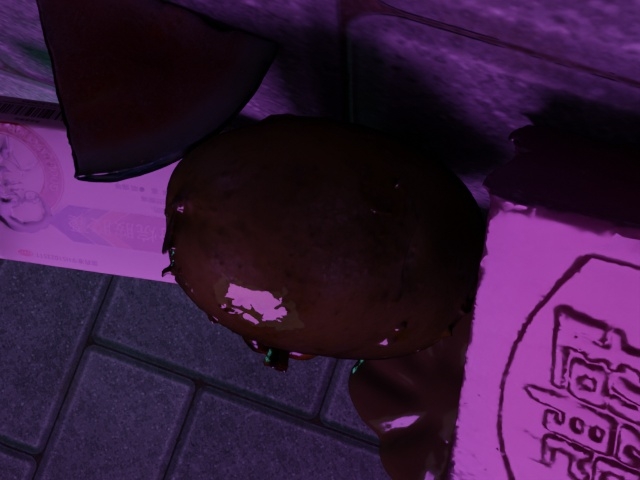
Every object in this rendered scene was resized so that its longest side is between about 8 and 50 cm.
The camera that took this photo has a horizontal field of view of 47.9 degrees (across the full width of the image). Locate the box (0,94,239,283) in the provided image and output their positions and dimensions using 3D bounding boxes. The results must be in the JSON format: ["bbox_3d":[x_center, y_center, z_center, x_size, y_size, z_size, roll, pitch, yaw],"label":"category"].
[{"bbox_3d":[-0.242,-0.053,0.905,0.353,0.069,0.214,9,127,3],"label":"box"}]

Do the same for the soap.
[{"bbox_3d":[0.240,0.102,0.604,0.233,0.128,0.359,16,131,21],"label":"soap"}]

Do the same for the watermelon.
[{"bbox_3d":[-0.163,-0.128,0.618,0.202,0.207,0.136,34,147,9],"label":"watermelon"}]

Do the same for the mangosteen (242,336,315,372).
[{"bbox_3d":[-0.067,0.104,1.360,0.275,0.302,0.275,3,149,2],"label":"mangosteen"}]

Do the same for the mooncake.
[{"bbox_3d":[0.209,0.178,0.924,0.378,0.378,0.201,12,-158,42],"label":"mooncake"}]

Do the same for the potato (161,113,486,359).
[{"bbox_3d":[0.015,0.002,0.654,0.270,0.219,0.359,8,-179,18],"label":"potato"}]
